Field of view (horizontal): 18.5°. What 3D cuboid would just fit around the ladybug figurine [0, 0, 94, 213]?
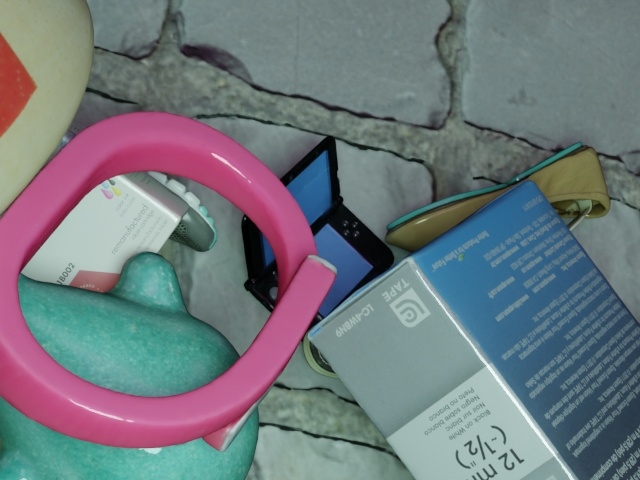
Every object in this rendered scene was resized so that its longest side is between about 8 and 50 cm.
[{"bbox_3d":[-0.352,-0.078,1.278,0.305,0.162,0.449,28,61,37],"label":"ladybug figurine"}]

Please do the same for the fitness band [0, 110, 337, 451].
[{"bbox_3d":[-0.109,0.024,1.298,0.209,0.054,0.291,33,43,1],"label":"fitness band"}]

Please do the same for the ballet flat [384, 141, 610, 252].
[{"bbox_3d":[0.156,-0.018,1.614,0.232,0.080,0.073,-22,85,-34],"label":"ballet flat"}]

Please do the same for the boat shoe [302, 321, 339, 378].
[{"bbox_3d":[0.058,0.073,1.526,0.152,0.049,0.056,-8,75,-34],"label":"boat shoe"}]

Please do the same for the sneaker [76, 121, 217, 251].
[{"bbox_3d":[-0.159,-0.025,1.490,0.166,0.065,0.076,29,71,-4],"label":"sneaker"}]

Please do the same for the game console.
[{"bbox_3d":[0.000,0.000,1.534,0.107,0.071,0.122,44,54,3],"label":"game console"}]

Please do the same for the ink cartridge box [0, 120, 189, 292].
[{"bbox_3d":[-0.209,-0.033,1.421,0.198,0.115,0.067,35,10,-3],"label":"ink cartridge box"}]

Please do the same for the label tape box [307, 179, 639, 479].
[{"bbox_3d":[0.177,0.145,1.415,0.348,0.115,0.249,55,29,3],"label":"label tape box"}]

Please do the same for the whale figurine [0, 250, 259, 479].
[{"bbox_3d":[-0.158,0.095,1.325,0.272,0.141,0.216,42,71,-20],"label":"whale figurine"}]
